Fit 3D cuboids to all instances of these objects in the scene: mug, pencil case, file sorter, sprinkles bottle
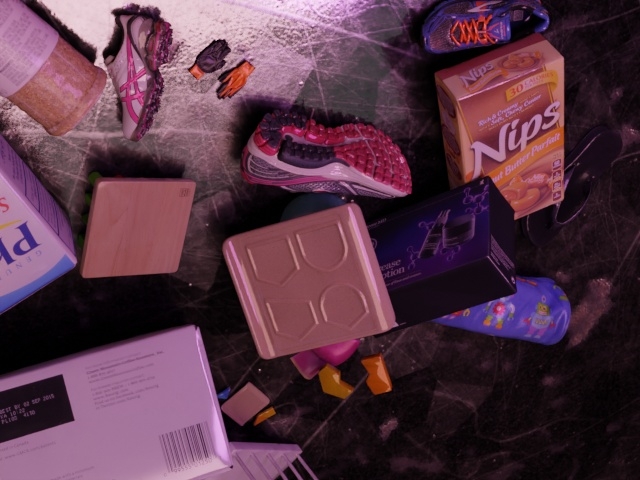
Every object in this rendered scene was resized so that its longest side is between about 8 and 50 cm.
[{"bbox_3d":[-0.008,-0.005,1.486,0.129,0.097,0.157,12,125,-7],"label":"mug"},{"bbox_3d":[0.323,0.109,1.671,0.306,0.119,0.133,14,101,-26],"label":"pencil case"},{"bbox_3d":[-0.115,0.493,1.616,0.193,0.173,0.278,-45,155,8],"label":"file sorter"},{"bbox_3d":[-0.446,-0.284,1.159,0.121,0.121,0.355,-45,123,7],"label":"sprinkles bottle"}]

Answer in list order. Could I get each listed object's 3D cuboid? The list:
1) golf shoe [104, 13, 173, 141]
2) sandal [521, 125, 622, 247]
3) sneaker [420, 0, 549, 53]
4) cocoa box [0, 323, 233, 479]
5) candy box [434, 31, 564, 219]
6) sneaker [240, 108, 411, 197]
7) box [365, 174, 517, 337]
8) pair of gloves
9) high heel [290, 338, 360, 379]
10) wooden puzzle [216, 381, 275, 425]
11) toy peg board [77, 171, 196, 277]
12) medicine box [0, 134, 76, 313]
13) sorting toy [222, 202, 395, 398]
[{"bbox_3d":[-0.269,-0.235,1.297,0.086,0.067,0.186,16,114,2],"label":"golf shoe"},{"bbox_3d":[0.459,-0.096,1.646,0.097,0.054,0.254,25,106,-30],"label":"sandal"},{"bbox_3d":[0.261,-0.343,1.416,0.221,0.087,0.083,-19,122,-11],"label":"sneaker"},{"bbox_3d":[-0.337,0.282,1.407,0.347,0.228,0.231,-15,88,-13],"label":"cocoa box"},{"bbox_3d":[0.302,-0.166,1.485,0.183,0.087,0.316,-22,138,-5],"label":"candy box"},{"bbox_3d":[0.015,-0.125,1.442,0.299,0.121,0.112,12,142,-27],"label":"sneaker"},{"bbox_3d":[0.180,0.028,1.471,0.261,0.184,0.103,-22,126,29],"label":"box"},{"bbox_3d":[-0.148,-0.256,1.355,0.074,0.010,0.083,-45,120,9],"label":"pair of gloves"},{"bbox_3d":[-0.042,0.106,1.488,0.117,0.082,0.244,-37,81,22],"label":"high heel"},{"bbox_3d":[-0.139,0.303,1.666,0.078,0.014,0.116,-37,124,-4],"label":"wooden puzzle"},{"bbox_3d":[-0.295,-0.035,1.395,0.161,0.079,0.161,-3,120,-37],"label":"toy peg board"},{"bbox_3d":[-0.533,-0.029,1.252,0.263,0.149,0.289,-33,123,-1],"label":"medicine box"},{"bbox_3d":[-0.003,0.110,1.428,0.229,0.041,0.307,-16,101,13],"label":"sorting toy"}]
